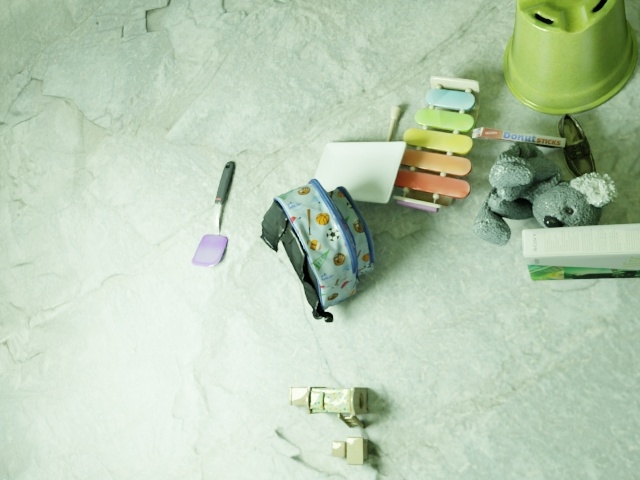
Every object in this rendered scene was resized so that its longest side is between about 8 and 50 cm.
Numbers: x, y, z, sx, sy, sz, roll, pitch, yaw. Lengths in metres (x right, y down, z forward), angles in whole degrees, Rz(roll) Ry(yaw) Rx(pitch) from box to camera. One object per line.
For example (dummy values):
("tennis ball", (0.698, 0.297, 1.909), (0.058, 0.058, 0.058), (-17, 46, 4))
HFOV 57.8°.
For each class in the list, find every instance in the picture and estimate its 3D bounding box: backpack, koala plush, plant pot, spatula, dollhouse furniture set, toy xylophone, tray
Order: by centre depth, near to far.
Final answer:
("koala plush", (0.452, -0.083, 1.150), (0.221, 0.196, 0.203), (25, 43, 21))
("plant pot", (0.502, -0.434, 1.175), (0.276, 0.254, 0.276), (-6, 75, 21))
("dollhouse furniture set", (0.003, 0.400, 1.257), (0.181, 0.101, 0.161), (-6, 74, 22))
("backpack", (0.000, 0.000, 1.273), (0.213, 0.263, 0.276), (-33, 66, -5))
("toy xylophone", (0.242, -0.216, 1.325), (0.236, 0.081, 0.323), (6, 79, 25))
("tray", (0.087, -0.159, 1.358), (0.270, 0.030, 0.145), (11, 81, 49))
("spatula", (-0.270, -0.072, 1.534), (0.084, 0.030, 0.297), (7, 79, 23))

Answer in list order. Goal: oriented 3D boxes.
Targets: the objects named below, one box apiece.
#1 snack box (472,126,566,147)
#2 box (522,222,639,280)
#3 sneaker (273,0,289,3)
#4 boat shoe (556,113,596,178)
("snack box", (0.416, -0.216, 1.221), (0.178, 0.064, 0.022), (7, 98, -2))
("box", (0.542, 0.025, 1.052), (0.321, 0.232, 0.059), (-2, 75, 23))
("sneaker", (-0.140, -0.713, 1.631), (0.152, 0.053, 0.061), (30, 87, 27))
("boat shoe", (0.532, -0.195, 1.213), (0.056, 0.049, 0.152), (-22, 70, 16))
